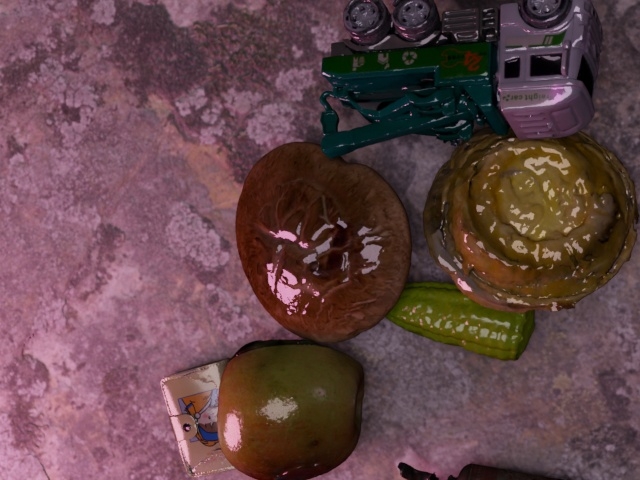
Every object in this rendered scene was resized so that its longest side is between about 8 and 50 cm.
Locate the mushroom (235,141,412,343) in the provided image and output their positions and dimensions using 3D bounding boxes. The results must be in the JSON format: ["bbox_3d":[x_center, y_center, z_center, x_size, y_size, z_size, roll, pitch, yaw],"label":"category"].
[{"bbox_3d":[0.000,0.000,1.669,0.278,0.146,0.278,5,98,37],"label":"mushroom"}]

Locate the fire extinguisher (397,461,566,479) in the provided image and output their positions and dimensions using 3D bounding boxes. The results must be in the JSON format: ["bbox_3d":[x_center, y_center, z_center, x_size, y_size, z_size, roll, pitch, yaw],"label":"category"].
[{"bbox_3d":[0.230,0.330,1.669,0.252,0.075,0.106,9,136,13],"label":"fire extinguisher"}]

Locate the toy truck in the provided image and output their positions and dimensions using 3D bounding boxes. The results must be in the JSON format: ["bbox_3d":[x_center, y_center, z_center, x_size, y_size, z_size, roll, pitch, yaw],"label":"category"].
[{"bbox_3d":[0.170,-0.208,1.571,0.363,0.176,0.178,-5,73,19],"label":"toy truck"}]

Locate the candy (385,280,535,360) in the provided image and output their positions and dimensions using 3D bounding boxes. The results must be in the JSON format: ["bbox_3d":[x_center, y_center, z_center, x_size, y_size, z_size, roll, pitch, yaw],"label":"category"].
[{"bbox_3d":[0.179,0.100,1.666,0.209,0.097,0.097,11,97,15],"label":"candy"}]

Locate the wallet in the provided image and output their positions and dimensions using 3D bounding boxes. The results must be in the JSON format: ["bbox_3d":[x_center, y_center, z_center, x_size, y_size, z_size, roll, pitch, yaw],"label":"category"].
[{"bbox_3d":[-0.161,0.256,1.787,0.110,0.039,0.155,-16,89,13],"label":"wallet"}]

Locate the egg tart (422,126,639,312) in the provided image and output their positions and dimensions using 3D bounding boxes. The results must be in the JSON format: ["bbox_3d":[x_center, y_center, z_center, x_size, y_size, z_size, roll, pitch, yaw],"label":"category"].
[{"bbox_3d":[0.269,-0.039,1.601,0.278,0.095,0.279,-3,75,9],"label":"egg tart"}]

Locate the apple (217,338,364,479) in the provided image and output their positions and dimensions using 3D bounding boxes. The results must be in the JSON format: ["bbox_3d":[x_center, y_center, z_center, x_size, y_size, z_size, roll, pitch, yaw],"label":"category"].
[{"bbox_3d":[-0.039,0.231,1.696,0.188,0.174,0.207,-1,110,16],"label":"apple"}]
